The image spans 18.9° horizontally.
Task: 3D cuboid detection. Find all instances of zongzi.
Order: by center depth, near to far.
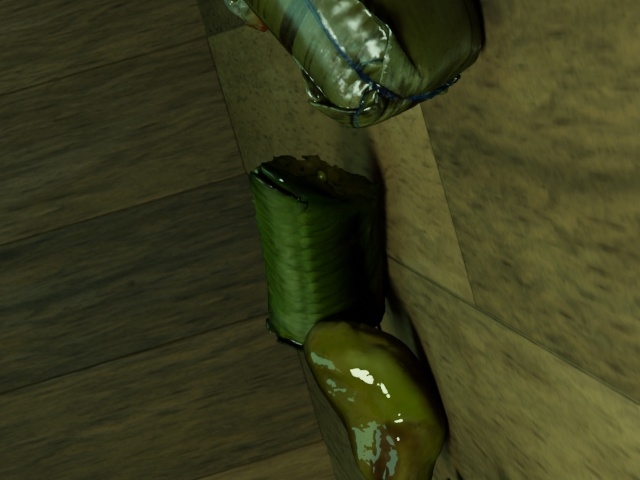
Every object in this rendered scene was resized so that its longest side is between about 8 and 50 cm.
[{"bbox_3d":[0.028,-0.239,1.068,0.260,0.123,0.289,51,134,19],"label":"zongzi"}]

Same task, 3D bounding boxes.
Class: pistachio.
[{"bbox_3d":[0.062,0.148,1.776,0.189,0.100,0.110,59,-161,1],"label":"pistachio"}]

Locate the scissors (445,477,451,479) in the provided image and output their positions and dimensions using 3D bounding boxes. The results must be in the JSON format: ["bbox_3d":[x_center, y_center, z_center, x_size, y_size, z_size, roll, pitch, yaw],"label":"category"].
[{"bbox_3d":[0.152,0.285,1.634,0.317,0.024,0.160,-118,11,-63],"label":"scissors"}]

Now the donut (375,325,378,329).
[{"bbox_3d":[0.039,0.091,2.102,0.097,0.043,0.108,82,174,-53],"label":"donut"}]

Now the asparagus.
[{"bbox_3d":[0.000,0.000,1.756,0.108,0.128,0.382,58,169,24],"label":"asparagus"}]

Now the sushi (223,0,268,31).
[{"bbox_3d":[-0.034,-0.248,1.383,0.130,0.124,0.332,61,171,13],"label":"sushi"}]
